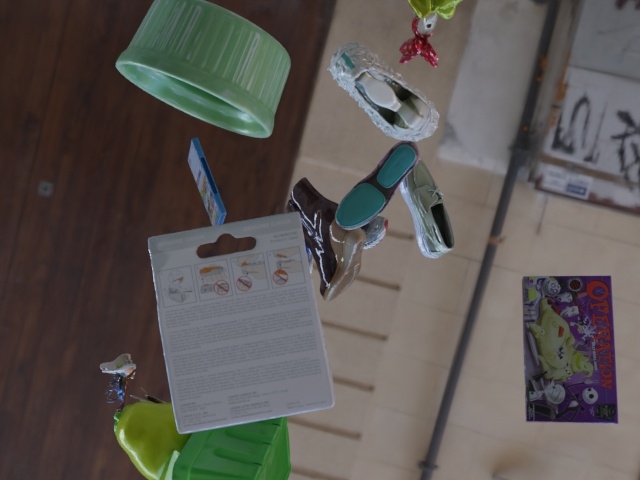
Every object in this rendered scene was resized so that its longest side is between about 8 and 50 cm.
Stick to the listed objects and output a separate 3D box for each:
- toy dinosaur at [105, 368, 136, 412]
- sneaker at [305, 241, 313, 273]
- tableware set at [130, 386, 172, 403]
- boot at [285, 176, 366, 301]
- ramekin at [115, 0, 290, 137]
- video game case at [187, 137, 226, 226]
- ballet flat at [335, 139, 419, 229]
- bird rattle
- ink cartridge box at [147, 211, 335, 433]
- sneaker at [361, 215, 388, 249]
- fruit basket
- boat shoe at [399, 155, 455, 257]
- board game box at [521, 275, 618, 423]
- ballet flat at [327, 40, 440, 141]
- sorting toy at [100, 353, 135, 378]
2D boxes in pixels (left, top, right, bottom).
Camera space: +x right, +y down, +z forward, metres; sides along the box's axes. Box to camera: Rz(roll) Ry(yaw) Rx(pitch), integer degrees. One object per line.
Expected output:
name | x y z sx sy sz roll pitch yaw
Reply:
toy dinosaur | -0.397 0.307 1.737 0.090 0.082 0.047 -14 -146 10
sneaker | -0.061 0.015 2.015 0.085 0.152 0.058 -7 -153 -24
tableware set | -0.422 0.459 2.431 0.194 0.039 0.128 8 155 36
boot | 0.000 0.000 1.962 0.090 0.248 0.207 -28 -119 -38
ramekin | -0.201 -0.317 1.580 0.303 0.148 0.303 23 175 2
video game case | -0.230 -0.111 1.756 0.015 0.166 0.119 -18 169 -18
ballet flat | 0.118 -0.109 1.735 0.077 0.221 0.079 41 -168 3
bird rattle | 0.250 -0.531 1.994 0.143 0.206 0.253 0 151 3
ink cartridge box | -0.153 0.159 1.695 0.308 0.384 0.091 -10 176 2
sneaker | 0.077 -0.027 2.307 0.225 0.088 0.093 -10 143 31
fruit basket | -0.274 0.490 1.909 0.392 0.282 0.392 -3 -162 1
boat shoe | 0.298 -0.104 2.375 0.109 0.302 0.094 -16 178 -41
board game box | 0.585 0.255 2.050 0.208 0.346 0.056 -1 165 7
ballet flat | 0.176 -0.340 2.168 0.409 0.147 0.147 29 174 -41
sorting toy | -0.487 0.305 2.081 0.075 0.044 0.083 1 -171 -21
